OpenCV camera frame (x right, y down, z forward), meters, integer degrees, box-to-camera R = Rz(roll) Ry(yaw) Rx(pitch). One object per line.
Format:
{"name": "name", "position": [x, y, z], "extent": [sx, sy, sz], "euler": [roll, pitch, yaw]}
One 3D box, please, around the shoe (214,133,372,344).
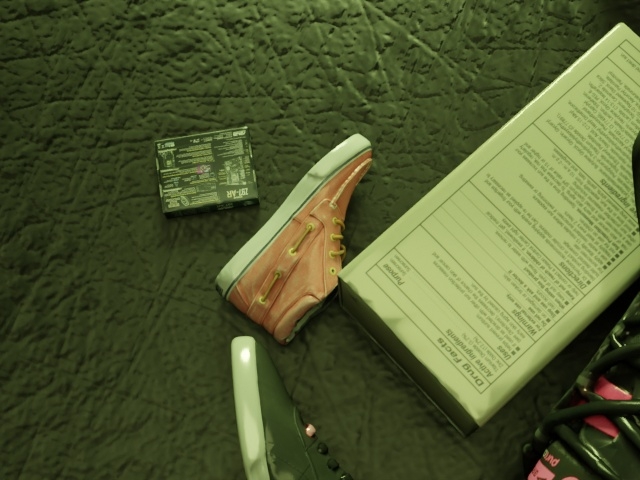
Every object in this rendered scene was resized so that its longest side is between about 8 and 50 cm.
{"name": "shoe", "position": [0.000, 0.000, 0.929], "extent": [0.081, 0.063, 0.178], "euler": [41, 85, 10]}

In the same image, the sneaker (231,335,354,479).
{"name": "sneaker", "position": [0.024, 0.202, 0.854], "extent": [0.147, 0.104, 0.295], "euler": [-16, 81, -4]}

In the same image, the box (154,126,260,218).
{"name": "box", "position": [-0.098, -0.059, 0.968], "extent": [0.083, 0.018, 0.067], "euler": [-10, 75, -1]}

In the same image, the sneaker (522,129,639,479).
{"name": "sneaker", "position": [0.238, 0.142, 0.756], "extent": [0.202, 0.185, 0.482], "euler": [1, 91, -10]}

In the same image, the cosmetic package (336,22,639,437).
{"name": "cosmetic package", "position": [0.178, -0.007, 0.896], "extent": [0.309, 0.113, 0.160], "euler": [-41, 77, -8]}
